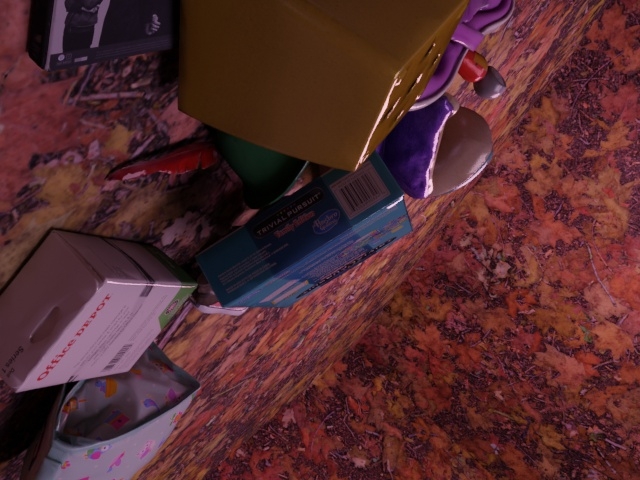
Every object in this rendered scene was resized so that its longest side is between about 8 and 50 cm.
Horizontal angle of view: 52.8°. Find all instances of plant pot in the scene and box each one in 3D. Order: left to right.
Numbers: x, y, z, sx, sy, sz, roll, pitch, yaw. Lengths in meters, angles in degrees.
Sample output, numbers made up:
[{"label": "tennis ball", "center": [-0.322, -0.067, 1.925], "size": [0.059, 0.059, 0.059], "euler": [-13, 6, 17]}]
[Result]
[{"label": "plant pot", "center": [0.010, -0.193, 0.601], "size": [0.212, 0.187, 0.212], "euler": [-49, 171, -30]}]

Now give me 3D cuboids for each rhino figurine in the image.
[{"label": "rhino figurine", "center": [-0.128, 0.008, 1.023], "size": [0.243, 0.073, 0.106], "euler": [-45, 161, -16]}]

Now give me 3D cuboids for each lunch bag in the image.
[{"label": "lunch bag", "center": [-0.345, 0.301, 0.986], "size": [0.223, 0.160, 0.262], "euler": [-55, 169, 27]}]

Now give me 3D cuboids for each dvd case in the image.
[{"label": "dvd case", "center": [-0.122, -0.247, 0.484], "size": [0.179, 0.030, 0.238], "euler": [-31, 157, -47]}]

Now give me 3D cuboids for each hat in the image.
[{"label": "hat", "center": [-0.113, -0.146, 0.766], "size": [0.173, 0.184, 0.208], "euler": [-45, -148, 29]}]

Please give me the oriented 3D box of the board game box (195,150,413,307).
[{"label": "board game box", "center": [0.000, 0.000, 0.920], "size": [0.254, 0.079, 0.336], "euler": [-32, 170, 5]}]

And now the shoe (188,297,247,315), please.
[{"label": "shoe", "center": [-0.156, 0.085, 1.147], "size": [0.081, 0.063, 0.178], "euler": [-46, 162, 12]}]

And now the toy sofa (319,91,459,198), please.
[{"label": "toy sofa", "center": [0.086, -0.143, 1.044], "size": [0.150, 0.177, 0.362], "euler": [-46, 166, -12]}]

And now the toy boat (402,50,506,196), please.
[{"label": "toy boat", "center": [0.263, -0.223, 1.270], "size": [0.148, 0.268, 0.318], "euler": [29, 82, -33]}]

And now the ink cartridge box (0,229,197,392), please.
[{"label": "ink cartridge box", "center": [-0.269, 0.082, 0.767], "size": [0.160, 0.093, 0.219], "euler": [-50, 165, 5]}]

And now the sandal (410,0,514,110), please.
[{"label": "sandal", "center": [0.177, -0.321, 0.868], "size": [0.102, 0.169, 0.416], "euler": [-24, -160, 47]}]
